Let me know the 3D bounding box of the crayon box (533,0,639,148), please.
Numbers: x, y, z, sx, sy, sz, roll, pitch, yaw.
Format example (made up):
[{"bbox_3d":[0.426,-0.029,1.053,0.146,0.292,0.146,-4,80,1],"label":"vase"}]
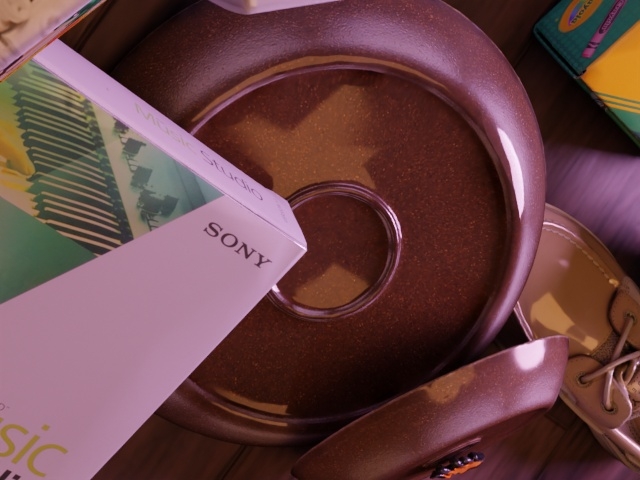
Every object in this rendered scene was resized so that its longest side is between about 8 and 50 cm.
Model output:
[{"bbox_3d":[0.299,-0.170,0.738,0.278,0.081,0.165,-44,124,15],"label":"crayon box"}]

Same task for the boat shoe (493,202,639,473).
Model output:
[{"bbox_3d":[0.212,0.084,0.823,0.109,0.098,0.302,-45,121,-6],"label":"boat shoe"}]

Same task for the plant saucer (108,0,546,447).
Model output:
[{"bbox_3d":[0.000,0.000,0.677,0.310,0.050,0.311,-6,114,-13],"label":"plant saucer"}]

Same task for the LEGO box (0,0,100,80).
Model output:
[{"bbox_3d":[-0.289,-0.211,0.312,0.372,0.193,0.500,-41,105,-7],"label":"LEGO box"}]

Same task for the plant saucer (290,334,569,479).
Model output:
[{"bbox_3d":[0.078,0.122,0.730,0.198,0.036,0.198,-24,163,-8],"label":"plant saucer"}]

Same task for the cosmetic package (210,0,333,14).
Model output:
[{"bbox_3d":[-0.003,-0.222,0.562,0.151,0.151,0.184,-13,115,-22],"label":"cosmetic package"}]

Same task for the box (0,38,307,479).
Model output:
[{"bbox_3d":[-0.195,0.048,0.575,0.232,0.058,0.322,35,104,-32],"label":"box"}]

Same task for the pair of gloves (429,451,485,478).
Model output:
[{"bbox_3d":[0.070,0.160,0.748,0.083,0.010,0.074,-27,163,5],"label":"pair of gloves"}]
